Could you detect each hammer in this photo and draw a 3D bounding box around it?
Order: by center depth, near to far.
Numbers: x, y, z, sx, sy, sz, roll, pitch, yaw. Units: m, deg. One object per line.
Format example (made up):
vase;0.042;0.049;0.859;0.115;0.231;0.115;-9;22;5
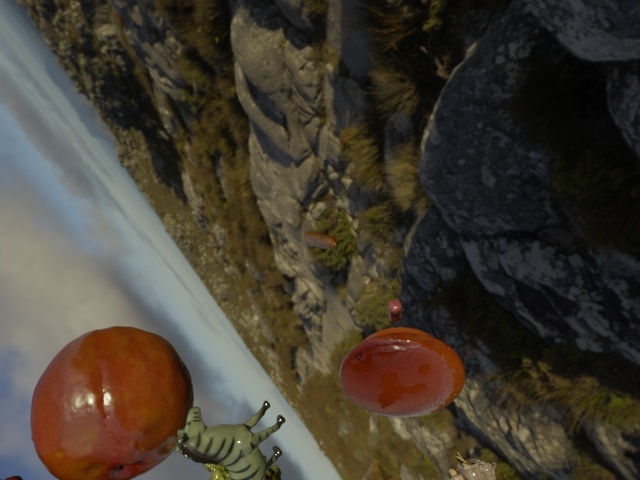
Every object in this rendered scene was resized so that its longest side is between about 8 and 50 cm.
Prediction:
hammer;0.209;0.196;1.270;0.043;0.043;0.083;41;161;34

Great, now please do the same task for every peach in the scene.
peach;-0.456;0.375;1.029;0.302;0.342;0.343;53;170;50

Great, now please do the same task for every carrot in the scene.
carrot;0.000;0.000;1.160;0.043;0.043;0.248;56;168;-13

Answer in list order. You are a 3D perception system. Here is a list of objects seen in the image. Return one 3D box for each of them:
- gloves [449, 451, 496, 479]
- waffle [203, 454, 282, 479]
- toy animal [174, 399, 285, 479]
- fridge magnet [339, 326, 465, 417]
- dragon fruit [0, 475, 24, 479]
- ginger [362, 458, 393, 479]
gloves;0.369;0.582;1.076;0.110;0.094;0.145;-19;66;55
waffle;-0.142;0.621;1.094;0.317;0.073;0.297;45;175;36
toy animal;-0.133;0.359;0.749;0.073;0.175;0.217;-3;105;52
fridge magnet;0.237;0.392;1.341;0.155;0.363;0.364;-84;-27;-53
dragon fruit;-0.576;0.674;0.865;0.386;0.249;0.371;39;173;27
ginger;0.175;0.751;1.231;0.348;0.363;0.122;-24;94;55
